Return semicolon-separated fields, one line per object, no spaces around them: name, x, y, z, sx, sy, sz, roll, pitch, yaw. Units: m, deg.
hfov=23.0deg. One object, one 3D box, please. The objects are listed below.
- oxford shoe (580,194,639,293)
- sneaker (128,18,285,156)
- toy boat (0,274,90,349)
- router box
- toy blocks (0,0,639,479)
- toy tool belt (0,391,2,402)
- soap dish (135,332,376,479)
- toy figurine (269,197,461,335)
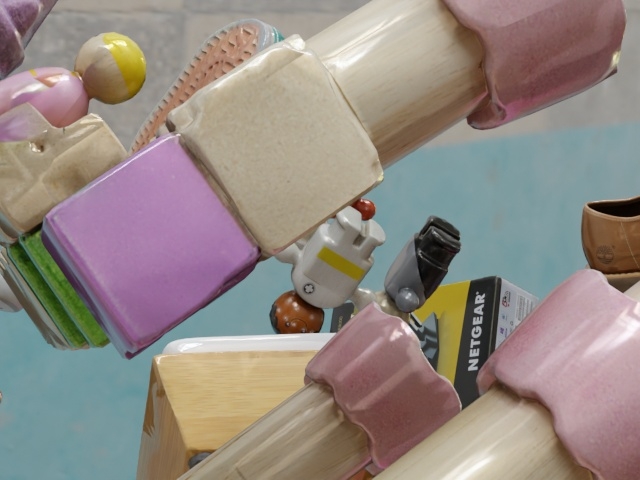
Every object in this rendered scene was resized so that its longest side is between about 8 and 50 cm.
oxford shoe;0.285;-0.015;1.095;0.076;0.212;0.076;-62;140;-71
sneaker;-0.100;-0.132;1.718;0.121;0.302;0.108;20;54;-25
toy boat;-0.336;0.025;1.961;0.318;0.148;0.267;-25;112;-54
router box;0.105;0.207;1.702;0.081;0.243;0.309;27;62;-40
toy blocks;0.008;-0.063;0.534;0.260;0.288;0.309;-35;95;-14
toy tool belt;-0.350;0.180;1.556;0.083;0.051;0.052;-33;106;-2
soap dish;-0.046;0.211;1.406;0.291;0.229;0.118;103;-19;-45
toy figurine;0.000;0.000;1.460;0.213;0.209;0.148;2;130;-54
